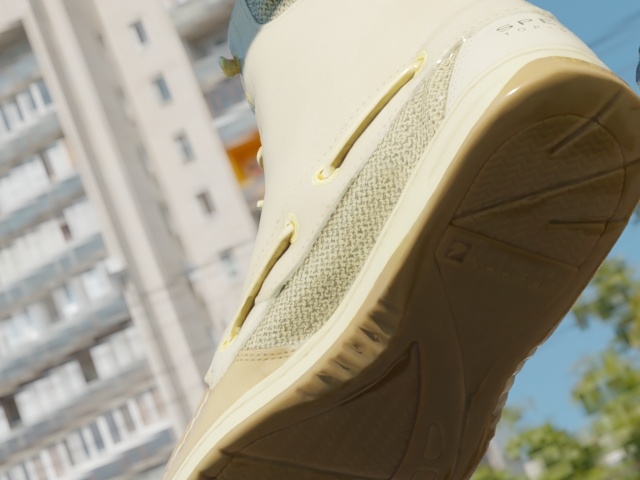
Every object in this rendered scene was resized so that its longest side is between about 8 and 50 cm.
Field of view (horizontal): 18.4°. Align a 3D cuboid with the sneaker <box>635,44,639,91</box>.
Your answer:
[{"bbox_3d":[0.186,-0.098,0.867,0.038,0.069,0.098,-89,25,-76],"label":"sneaker"}]

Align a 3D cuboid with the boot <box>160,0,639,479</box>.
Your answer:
[{"bbox_3d":[0.000,0.000,0.743,0.095,0.203,0.262,20,-65,-28],"label":"boot"}]
